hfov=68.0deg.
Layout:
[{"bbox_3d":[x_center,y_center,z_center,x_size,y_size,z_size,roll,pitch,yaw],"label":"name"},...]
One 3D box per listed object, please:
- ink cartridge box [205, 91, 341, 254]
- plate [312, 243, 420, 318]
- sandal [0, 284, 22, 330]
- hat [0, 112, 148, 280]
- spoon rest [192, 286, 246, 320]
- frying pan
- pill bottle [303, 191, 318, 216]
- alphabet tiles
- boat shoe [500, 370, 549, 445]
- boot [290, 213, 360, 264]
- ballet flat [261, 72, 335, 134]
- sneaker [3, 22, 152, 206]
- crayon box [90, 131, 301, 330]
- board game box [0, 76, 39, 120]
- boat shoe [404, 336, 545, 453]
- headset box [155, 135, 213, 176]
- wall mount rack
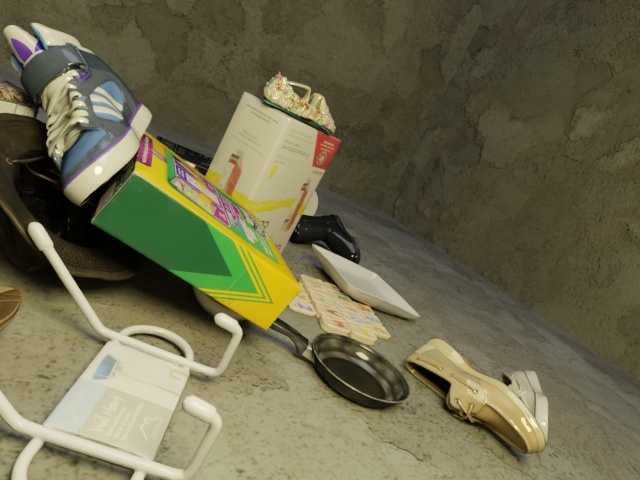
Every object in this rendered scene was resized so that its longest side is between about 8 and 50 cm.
[{"bbox_3d":[-0.149,-0.148,1.243,0.160,0.384,0.279,35,15,23],"label":"ink cartridge box"},{"bbox_3d":[0.120,0.127,1.376,0.277,0.045,0.278,27,10,-31],"label":"plate"},{"bbox_3d":[-0.386,0.111,0.516,0.072,0.049,0.180,14,31,-22],"label":"sandal"},{"bbox_3d":[-0.435,-0.040,0.753,0.331,0.134,0.331,51,10,-12],"label":"hat"},{"bbox_3d":[-0.229,0.065,0.908,0.277,0.084,0.137,29,13,18],"label":"spoon rest"},{"bbox_3d":[0.015,0.217,0.837,0.326,0.053,0.197,20,15,-27],"label":"frying pan"},{"bbox_3d":[-0.160,-0.194,1.799,0.210,0.210,0.363,18,16,-33],"label":"pill bottle"},{"bbox_3d":[0.034,0.163,1.172,0.278,0.021,0.284,21,13,-21],"label":"alphabet tiles"},{"bbox_3d":[0.442,0.356,1.043,0.088,0.096,0.267,0,12,16],"label":"boat shoe"},{"bbox_3d":[0.000,0.000,1.614,0.207,0.094,0.246,-1,46,-31],"label":"boot"},{"bbox_3d":[-0.033,-0.322,1.125,0.241,0.077,0.091,13,21,-50],"label":"ballet flat"},{"bbox_3d":[-0.401,-0.210,0.730,0.236,0.130,0.322,44,20,-29],"label":"sneaker"},{"bbox_3d":[-0.221,-0.034,0.851,0.313,0.106,0.363,40,5,-27],"label":"crayon box"},{"bbox_3d":[-0.620,-0.157,0.703,0.141,0.231,0.291,29,12,16],"label":"board game box"},{"bbox_3d":[0.291,0.311,0.932,0.098,0.109,0.302,-26,39,-21],"label":"boat shoe"},{"bbox_3d":[-0.418,-0.208,1.528,0.283,0.131,0.246,21,13,-21],"label":"headset box"},{"bbox_3d":[-0.250,0.119,0.537,0.304,0.130,0.350,24,12,-9],"label":"wall mount rack"}]
